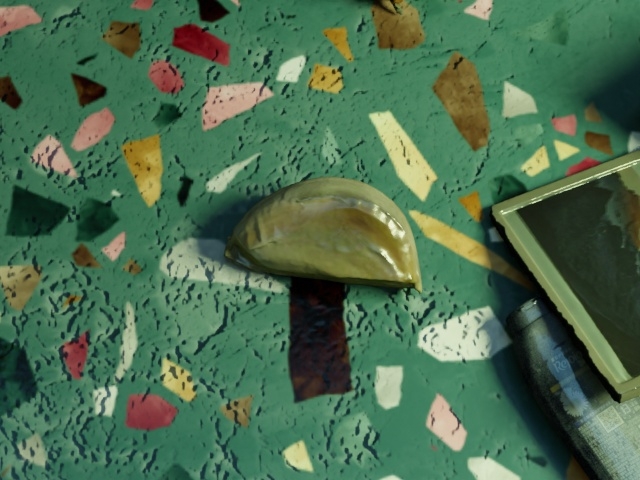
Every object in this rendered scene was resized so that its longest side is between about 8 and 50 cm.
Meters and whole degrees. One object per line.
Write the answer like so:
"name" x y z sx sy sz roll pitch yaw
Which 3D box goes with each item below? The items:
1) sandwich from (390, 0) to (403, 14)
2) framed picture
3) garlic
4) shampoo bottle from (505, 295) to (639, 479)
"sandwich" 0.096 -0.340 1.893 0.160 0.109 0.185 -24 74 7
"framed picture" 0.306 0.028 1.764 0.192 0.018 0.265 -21 52 -13
"garlic" 0.009 -0.012 1.764 0.195 0.087 0.101 9 81 -5
"shampoo bottle" 0.261 0.159 1.742 0.087 0.049 0.234 -30 75 -18
